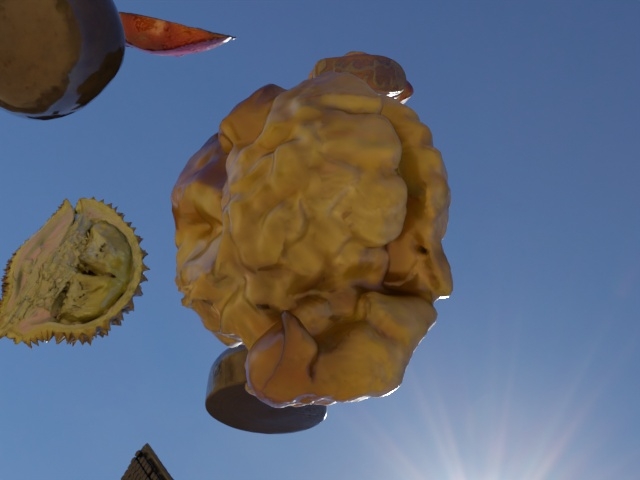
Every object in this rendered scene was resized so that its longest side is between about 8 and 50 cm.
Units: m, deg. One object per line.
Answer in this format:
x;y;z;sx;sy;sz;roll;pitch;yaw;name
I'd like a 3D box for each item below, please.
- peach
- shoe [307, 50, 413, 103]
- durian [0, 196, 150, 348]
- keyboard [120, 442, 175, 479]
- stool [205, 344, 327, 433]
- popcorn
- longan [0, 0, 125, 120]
-0.295;-0.393;1.659;0.279;0.189;0.068;16;-79;21;peach
0.038;-0.165;0.894;0.072;0.109;0.069;68;-24;11;shoe
-0.275;0.059;0.916;0.146;0.208;0.102;39;-27;16;durian
-0.223;0.371;1.176;0.093;0.025;0.230;-59;-144;-2;keyboard
-0.073;0.139;1.299;0.179;0.179;0.264;-34;-141;39;stool
0.000;0.000;0.711;0.265;0.225;0.332;-58;-155;25;popcorn
-0.185;-0.125;0.533;0.119;0.106;0.106;-32;-96;12;longan
